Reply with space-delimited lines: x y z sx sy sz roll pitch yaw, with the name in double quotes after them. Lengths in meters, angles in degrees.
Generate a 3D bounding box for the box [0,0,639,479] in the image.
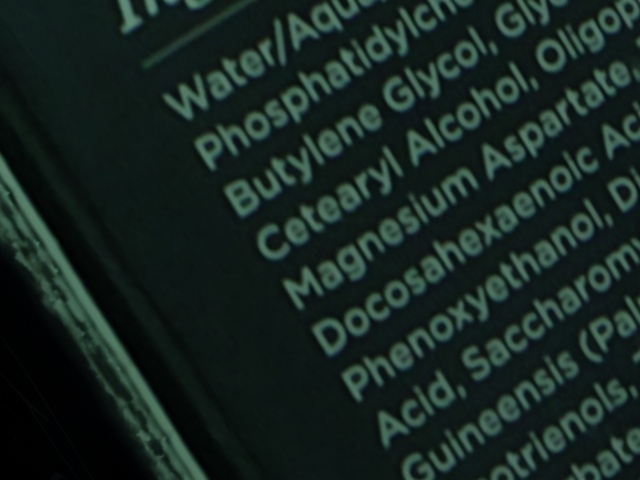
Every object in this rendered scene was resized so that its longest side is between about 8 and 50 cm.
0.000 0.000 0.619 0.472 0.297 0.480 57 -20 -6 "box"
